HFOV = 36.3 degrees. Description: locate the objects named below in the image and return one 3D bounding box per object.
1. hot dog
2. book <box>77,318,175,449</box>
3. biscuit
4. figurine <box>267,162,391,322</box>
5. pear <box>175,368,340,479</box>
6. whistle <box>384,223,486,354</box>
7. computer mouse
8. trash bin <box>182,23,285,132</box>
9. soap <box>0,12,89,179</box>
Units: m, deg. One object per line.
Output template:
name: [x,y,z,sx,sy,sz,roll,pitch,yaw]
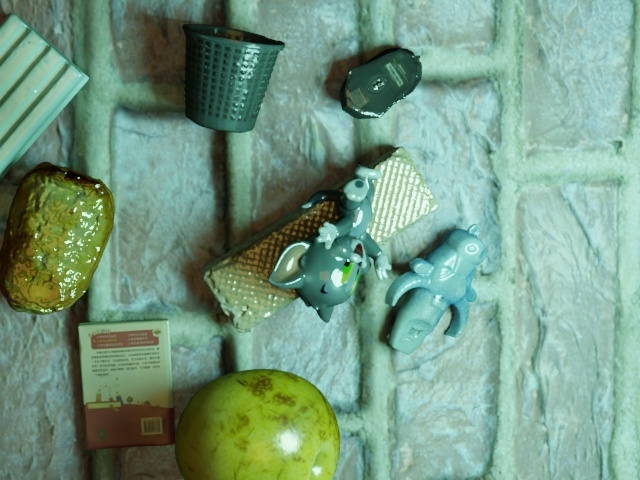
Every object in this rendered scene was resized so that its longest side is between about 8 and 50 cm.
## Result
hot dog: [-0.458,-0.002,1.670,0.175,0.114,0.259,20,96,-11]
book: [-0.348,0.259,1.751,0.162,0.022,0.232,-3,96,-7]
biscuit: [0.000,0.000,1.724,0.426,0.078,0.144,-31,99,0]
figurine: [0.022,-0.009,1.616,0.140,0.193,0.265,-2,74,30]
pear: [-0.107,0.344,1.662,0.280,0.281,0.281,-1,96,-5]
whistle: [0.209,0.086,1.745,0.180,0.093,0.269,26,95,-32]
computer mouse: [0.104,-0.275,1.716,0.172,0.057,0.099,-34,96,-12]
trash bin: [-0.160,-0.272,1.648,0.175,0.175,0.161,11,108,-6]
soap: [-0.540,-0.230,1.647,0.160,0.087,0.265,41,91,-7]
